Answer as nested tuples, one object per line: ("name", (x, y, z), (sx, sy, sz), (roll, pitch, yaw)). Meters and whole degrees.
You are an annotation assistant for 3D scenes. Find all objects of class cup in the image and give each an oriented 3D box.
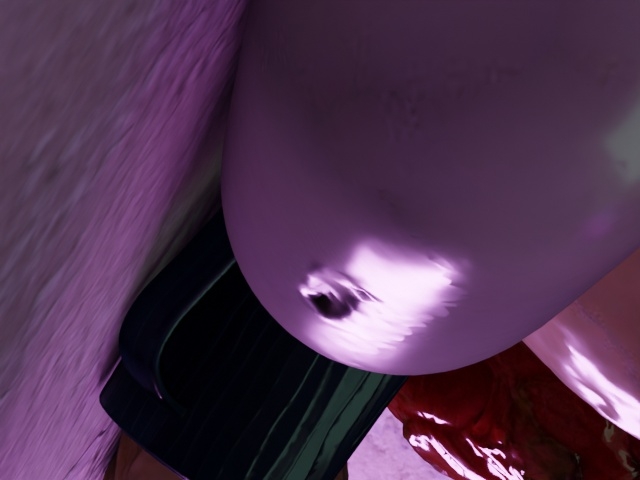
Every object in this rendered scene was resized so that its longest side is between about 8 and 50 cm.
("cup", (-0.030, 0.036, 0.751), (0.138, 0.150, 0.113), (-56, -148, -1))

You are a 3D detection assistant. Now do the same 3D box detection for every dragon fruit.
("dragon fruit", (0.157, 0.041, 1.088), (0.277, 0.342, 0.277), (-18, 120, -33))

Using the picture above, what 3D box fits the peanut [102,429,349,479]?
("peanut", (-0.061, 0.148, 0.999), (0.153, 0.140, 0.325), (-40, 172, -11))

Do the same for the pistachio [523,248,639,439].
("pistachio", (0.132, -0.034, 0.760), (0.187, 0.299, 0.187), (-28, 151, -17))

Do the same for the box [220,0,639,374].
("box", (0.096, -0.123, 0.546), (0.349, 0.141, 0.289), (-56, 176, -15))
